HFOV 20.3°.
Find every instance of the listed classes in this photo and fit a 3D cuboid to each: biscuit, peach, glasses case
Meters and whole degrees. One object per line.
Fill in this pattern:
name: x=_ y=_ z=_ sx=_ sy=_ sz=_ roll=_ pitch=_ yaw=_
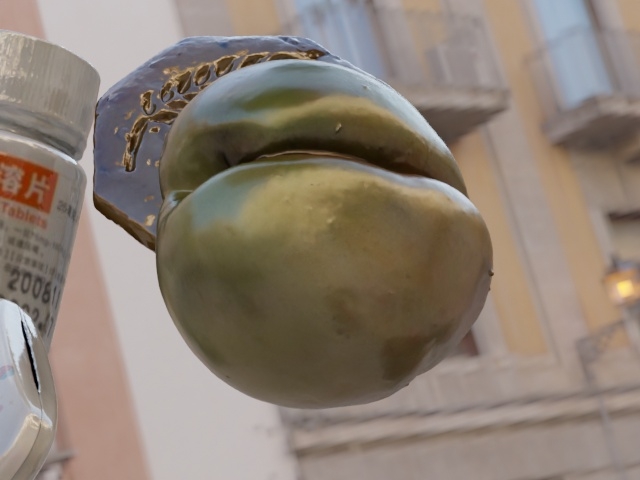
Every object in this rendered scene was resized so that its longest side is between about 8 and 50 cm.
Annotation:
biscuit: x=-0.071 y=-0.098 z=1.866 sx=0.359 sy=0.359 sz=0.046 roll=-12 pitch=-42 yaw=-14
peach: x=0.000 y=-0.001 z=1.440 sx=0.247 sy=0.292 sz=0.292 roll=-37 pitch=-23 yaw=21
glasses case: x=-0.209 y=0.103 z=1.148 sx=0.051 sy=0.204 sz=0.081 roll=35 pitch=-81 yaw=-25

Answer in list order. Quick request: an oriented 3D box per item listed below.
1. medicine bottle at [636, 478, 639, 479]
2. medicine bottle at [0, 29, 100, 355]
medicine bottle: x=0.335 y=0.366 z=1.468 sx=0.245 sy=0.306 sz=0.245 roll=-29 pitch=-36 yaw=-23
medicine bottle: x=-0.376 y=-0.032 z=2.003 sx=0.211 sy=0.372 sz=0.211 roll=10 pitch=-14 yaw=2
